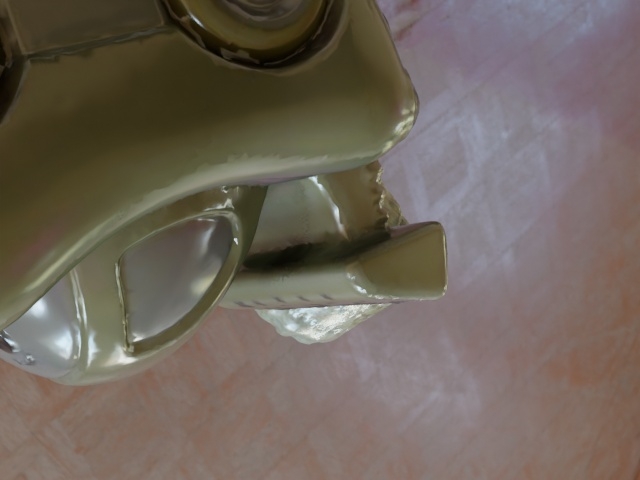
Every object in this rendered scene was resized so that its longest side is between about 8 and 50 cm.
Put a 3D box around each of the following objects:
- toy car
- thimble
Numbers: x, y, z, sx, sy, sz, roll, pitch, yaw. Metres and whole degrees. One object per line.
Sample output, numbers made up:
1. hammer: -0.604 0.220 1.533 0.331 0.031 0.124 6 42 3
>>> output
1. toy car: -0.129 -0.016 0.426 0.336 0.242 0.226 -25 100 -35
2. thimble: 0.000 0.000 1.283 0.195 0.292 0.291 -35 140 21
